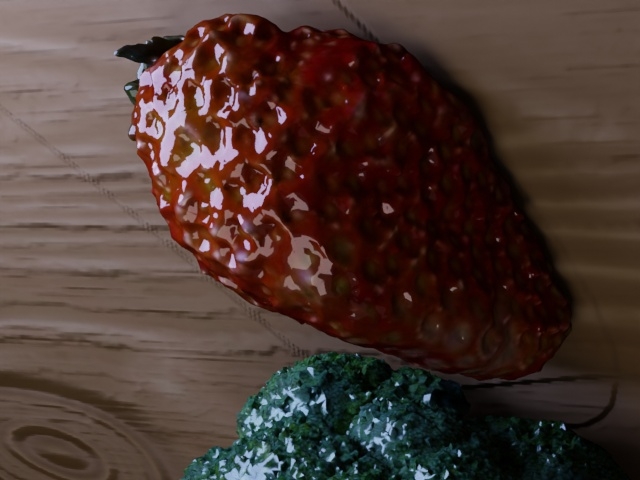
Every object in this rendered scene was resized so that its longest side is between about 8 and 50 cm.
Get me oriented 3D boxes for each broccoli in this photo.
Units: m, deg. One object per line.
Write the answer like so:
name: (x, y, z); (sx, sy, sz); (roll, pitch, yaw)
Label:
broccoli: (0.047, 0.184, 0.923); (0.270, 0.270, 0.270); (21, 171, 15)

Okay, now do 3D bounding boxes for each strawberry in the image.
strawberry: (0.002, -0.004, 0.836); (0.236, 0.107, 0.175); (24, 139, 11)
